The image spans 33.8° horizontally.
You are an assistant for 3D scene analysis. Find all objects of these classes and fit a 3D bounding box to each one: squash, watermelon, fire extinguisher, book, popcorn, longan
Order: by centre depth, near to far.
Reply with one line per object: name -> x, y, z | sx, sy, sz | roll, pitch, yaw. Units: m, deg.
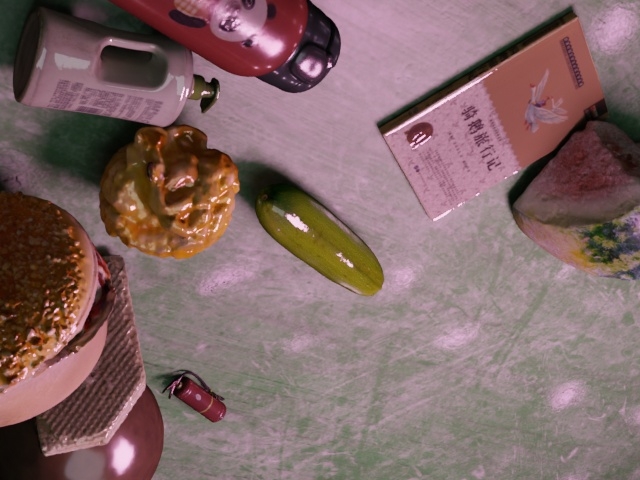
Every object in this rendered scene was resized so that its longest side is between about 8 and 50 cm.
popcorn -> -0.189, -0.061, 1.321 | 0.180, 0.170, 0.180 | 1, 87, -12
longan -> -0.343, 0.276, 1.498 | 0.258, 0.258, 0.258 | -13, 135, -14
squash -> -0.001, -0.002, 1.510 | 0.082, 0.082, 0.292 | -39, 137, 13
book -> 0.257, -0.170, 1.517 | 0.310, 0.021, 0.217 | -31, 136, 5
watermelon -> 0.456, -0.057, 1.596 | 0.193, 0.310, 0.231 | 10, 92, -44
fire extinguisher -> -0.199, 0.249, 1.687 | 0.056, 0.039, 0.132 | -58, 137, -15

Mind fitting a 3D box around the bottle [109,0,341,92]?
bottle -> -0.113, -0.274, 1.159 | 0.336, 0.144, 0.144 | 25, 117, -43

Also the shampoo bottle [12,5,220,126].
shampoo bottle -> -0.225, -0.192, 1.217 | 0.234, 0.087, 0.118 | 6, 130, -31

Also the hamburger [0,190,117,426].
hamburger -> -0.396, 0.078, 1.256 | 0.302, 0.302, 0.170 | -19, 138, -8

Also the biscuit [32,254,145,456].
biscuit -> -0.313, 0.147, 1.386 | 0.150, 0.252, 0.052 | -8, 161, -15
